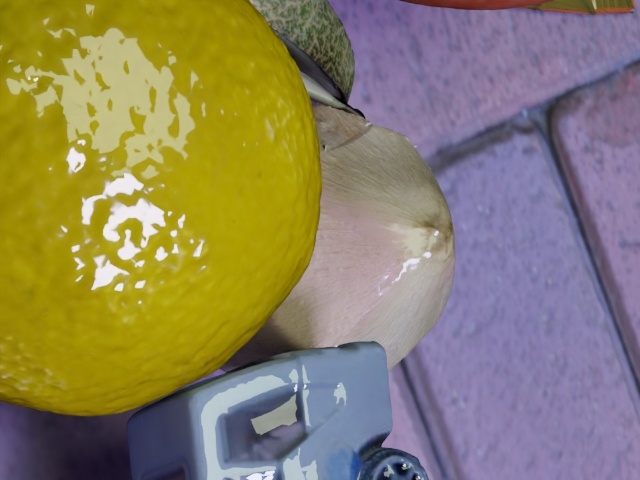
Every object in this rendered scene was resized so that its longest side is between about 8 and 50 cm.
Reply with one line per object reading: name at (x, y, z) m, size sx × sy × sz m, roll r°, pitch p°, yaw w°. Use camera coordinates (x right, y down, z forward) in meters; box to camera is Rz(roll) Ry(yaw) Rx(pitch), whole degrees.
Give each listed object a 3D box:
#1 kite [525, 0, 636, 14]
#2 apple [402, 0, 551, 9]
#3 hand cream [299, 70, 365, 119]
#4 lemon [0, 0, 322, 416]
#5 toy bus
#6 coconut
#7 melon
kite at (0.145, -0.301, 1.393) m, size 0.377 × 0.013 × 0.328 m, roll 45°, pitch 51°, yaw -29°
apple at (0.091, -0.328, 1.103) m, size 0.364 × 0.364 × 0.364 m, roll 15°, pitch 69°, yaw -43°
hand cream at (-0.126, -0.149, 1.010) m, size 0.336 × 0.121 × 0.076 m, roll 25°, pitch 96°, yaw -36°
lemon at (-0.138, -0.048, 0.863) m, size 0.320 × 0.245 × 0.245 m, roll 43°, pitch 52°, yaw -31°
toy bus at (-0.012, 0.218, 0.894) m, size 0.136 × 0.109 × 0.330 m, roll 1°, pitch 73°, yaw -33°
coconut at (0.000, 0.000, 1.035) m, size 0.171 × 0.183 × 0.171 m, roll 17°, pitch 67°, yaw -46°
melon at (-0.027, -0.133, 1.109) m, size 0.182 × 0.098 × 0.054 m, roll 33°, pitch 70°, yaw -36°
